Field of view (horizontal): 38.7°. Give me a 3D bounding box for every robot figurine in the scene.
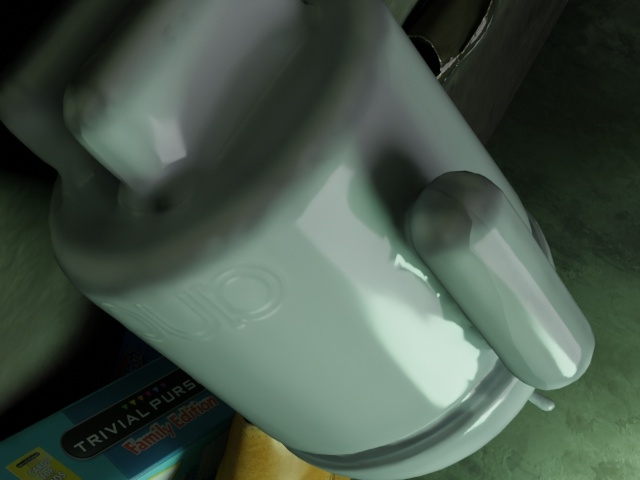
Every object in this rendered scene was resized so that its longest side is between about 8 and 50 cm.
[{"bbox_3d":[0.000,0.000,0.495,0.200,0.300,0.353,-55,128,-14],"label":"robot figurine"}]

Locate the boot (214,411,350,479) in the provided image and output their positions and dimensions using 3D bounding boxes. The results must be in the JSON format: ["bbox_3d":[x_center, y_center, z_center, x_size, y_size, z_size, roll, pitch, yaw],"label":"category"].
[{"bbox_3d":[-0.065,0.195,0.646,0.295,0.104,0.211,-41,150,-39],"label":"boot"}]

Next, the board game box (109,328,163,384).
[{"bbox_3d":[-0.120,0.090,0.805,0.160,0.047,0.210,-41,158,-58],"label":"board game box"}]

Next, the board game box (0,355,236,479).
[{"bbox_3d":[-0.156,0.214,0.710,0.336,0.079,0.254,-25,145,-48],"label":"board game box"}]

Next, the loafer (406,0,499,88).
[{"bbox_3d":[0.137,-0.229,1.050,0.220,0.080,0.078,-62,169,10],"label":"loafer"}]
